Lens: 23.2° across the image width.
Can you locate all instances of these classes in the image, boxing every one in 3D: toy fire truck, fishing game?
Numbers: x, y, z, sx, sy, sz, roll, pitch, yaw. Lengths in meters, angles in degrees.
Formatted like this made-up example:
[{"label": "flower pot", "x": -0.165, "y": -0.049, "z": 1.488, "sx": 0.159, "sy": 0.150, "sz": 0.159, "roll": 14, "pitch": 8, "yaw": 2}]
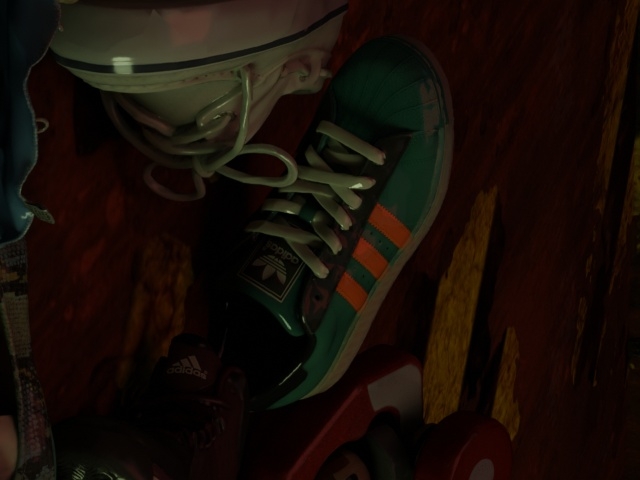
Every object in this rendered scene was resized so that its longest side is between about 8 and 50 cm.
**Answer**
[{"label": "toy fire truck", "x": 0.018, "y": 0.252, "z": 1.278, "sx": 0.254, "sy": 0.169, "sz": 0.302, "roll": -25, "pitch": 121, "yaw": -45}, {"label": "fishing game", "x": -0.127, "y": -0.089, "z": 0.638, "sx": 0.264, "sy": 0.041, "sz": 0.189, "roll": 129, "pitch": -47, "yaw": -59}]

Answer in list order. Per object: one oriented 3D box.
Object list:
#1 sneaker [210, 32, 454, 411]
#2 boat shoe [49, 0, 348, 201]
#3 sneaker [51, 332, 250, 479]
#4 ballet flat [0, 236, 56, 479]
[{"label": "sneaker", "x": 0.000, "y": 0.000, "z": 1.101, "sx": 0.121, "sy": 0.108, "sz": 0.302, "roll": -22, "pitch": 138, "yaw": -56}, {"label": "boat shoe", "x": -0.068, "y": -0.095, "z": 0.953, "sx": 0.367, "sy": 0.136, "sz": 0.156, "roll": -47, "pitch": 145, "yaw": -72}, {"label": "sneaker", "x": -0.107, "y": 0.118, "z": 0.972, "sx": 0.281, "sy": 0.106, "sz": 0.162, "roll": 80, "pitch": 20, "yaw": -64}, {"label": "ballet flat", "x": -0.179, "y": 0.069, "z": 0.794, "sx": 0.070, "sy": 0.070, "sz": 0.188, "roll": -33, "pitch": 118, "yaw": -64}]
